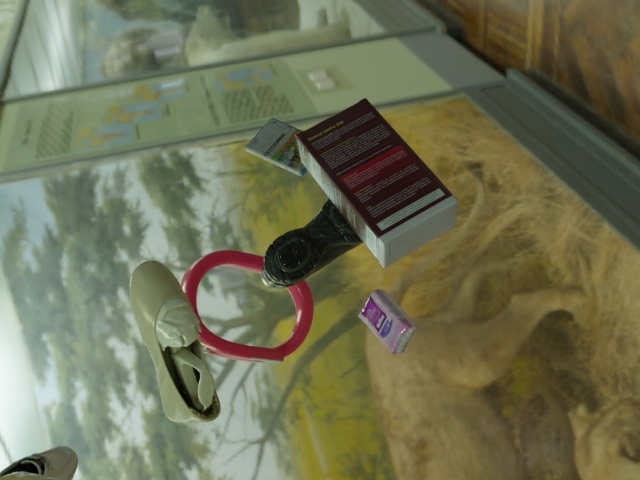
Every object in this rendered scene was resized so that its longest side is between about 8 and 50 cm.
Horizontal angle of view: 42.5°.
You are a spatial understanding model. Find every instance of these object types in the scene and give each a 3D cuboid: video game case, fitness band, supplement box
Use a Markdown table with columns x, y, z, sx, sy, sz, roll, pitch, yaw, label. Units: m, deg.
| x | y | z | sx | sy | sz | roll | pitch | yaw | label |
| --- | --- | --- | --- | --- | --- | --- | --- | --- | --- |
| -0.082 | -0.228 | 1.999 | 0.166 | 0.119 | 0.015 | 26 | 148 | 20 | video game case |
| -0.142 | 0.131 | 1.615 | 0.054 | 0.291 | 0.209 | -22 | 59 | 53 | fitness band |
| 0.079 | -0.089 | 1.216 | 0.239 | 0.130 | 0.073 | 54 | 166 | 29 | supplement box |

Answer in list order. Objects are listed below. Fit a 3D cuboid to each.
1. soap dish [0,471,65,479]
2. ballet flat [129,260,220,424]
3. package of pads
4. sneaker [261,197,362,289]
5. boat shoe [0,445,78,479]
| x | y | z | sx | sy | sz | roll | pitch | yaw | label |
| --- | --- | --- | --- | --- | --- | --- | --- | --- | --- |
| -0.458 | 0.512 | 1.270 | 0.118 | 0.229 | 0.291 | 39 | -123 | -50 | soap dish |
| -0.185 | 0.143 | 1.101 | 0.086 | 0.086 | 0.248 | -120 | 17 | -64 | ballet flat |
| 0.093 | 0.111 | 1.128 | 0.083 | 0.032 | 0.050 | 48 | 122 | 37 | package of pads |
| 0.000 | 0.000 | 1.556 | 0.109 | 0.286 | 0.130 | 58 | 155 | 9 | sneaker |
| -0.554 | 0.458 | 1.591 | 0.084 | 0.095 | 0.258 | -63 | -10 | 23 | boat shoe |
